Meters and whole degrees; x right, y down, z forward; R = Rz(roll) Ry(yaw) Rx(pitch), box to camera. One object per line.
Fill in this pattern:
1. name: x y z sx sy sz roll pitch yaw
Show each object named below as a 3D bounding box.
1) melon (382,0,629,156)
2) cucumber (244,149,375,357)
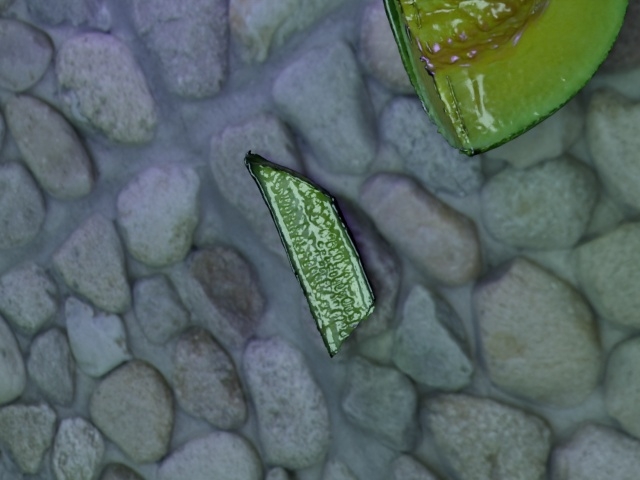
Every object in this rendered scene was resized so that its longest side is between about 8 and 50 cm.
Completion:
1. melon: 0.144 -0.210 0.637 0.169 0.129 0.265 -18 88 0
2. cucumber: 0.000 0.000 0.758 0.070 0.046 0.220 -24 90 20
